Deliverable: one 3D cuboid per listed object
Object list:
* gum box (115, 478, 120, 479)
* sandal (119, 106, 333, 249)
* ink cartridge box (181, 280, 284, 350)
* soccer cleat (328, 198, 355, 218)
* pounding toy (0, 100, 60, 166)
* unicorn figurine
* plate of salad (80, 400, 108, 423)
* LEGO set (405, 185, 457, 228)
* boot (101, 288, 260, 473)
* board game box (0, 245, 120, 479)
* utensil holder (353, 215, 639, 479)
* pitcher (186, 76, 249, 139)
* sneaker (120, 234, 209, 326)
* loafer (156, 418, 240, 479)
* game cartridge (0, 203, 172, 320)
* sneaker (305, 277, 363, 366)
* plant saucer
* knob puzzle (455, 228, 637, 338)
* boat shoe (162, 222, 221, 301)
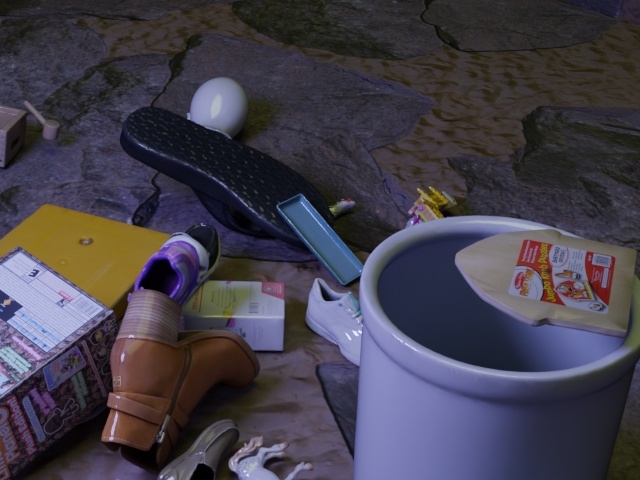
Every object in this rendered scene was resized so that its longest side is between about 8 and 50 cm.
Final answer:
[{"bbox_3d":[-0.291,0.376,1.297,0.188,0.062,0.107,-21,39,-33],"label":"gum box"},{"bbox_3d":[-0.173,-0.105,2.003,0.445,0.107,0.167,30,44,9],"label":"sandal"},{"bbox_3d":[-0.157,0.120,1.721,0.198,0.067,0.115,2,27,-3],"label":"ink cartridge box"},{"bbox_3d":[0.031,-0.058,2.070,0.083,0.029,0.036,-9,42,-13],"label":"soccer cleat"},{"bbox_3d":[-0.652,-0.223,2.232,0.206,0.094,0.181,13,27,-1],"label":"pounding toy"},{"bbox_3d":[-0.064,0.323,1.420,0.111,0.060,0.162,-23,24,-35],"label":"unicorn figurine"},{"bbox_3d":[-0.399,0.208,1.579,0.199,0.048,0.200,2,31,-1],"label":"plate of salad"},{"bbox_3d":[0.201,-0.017,1.983,0.132,0.107,0.287,31,19,-21],"label":"LEGO set"},{"bbox_3d":[-0.193,0.220,1.495,0.109,0.283,0.220,-5,61,26],"label":"boot"},{"bbox_3d":[-0.448,0.180,1.471,0.232,0.141,0.291,28,54,35],"label":"board game box"},{"bbox_3d":[0.200,0.216,1.292,0.327,0.386,0.328,2,31,-1],"label":"utensil holder"},{"bbox_3d":[-0.250,-0.259,2.303,0.177,0.125,0.207,-6,40,16],"label":"pitcher"},{"bbox_3d":[-0.251,0.105,1.584,0.095,0.236,0.104,23,6,7],"label":"sneaker"},{"bbox_3d":[-0.156,0.301,1.444,0.050,0.056,0.148,25,48,31],"label":"loafer"},{"bbox_3d":[-0.441,0.058,1.828,0.285,0.053,0.324,14,35,17],"label":"game cartridge"},{"bbox_3d":[0.056,0.131,1.698,0.212,0.094,0.080,28,38,34],"label":"sneaker"},{"bbox_3d":[0.000,0.000,1.903,0.067,0.018,0.192,-28,72,-40],"label":"plant saucer"},{"bbox_3d":[0.244,0.045,1.177,0.213,0.030,0.213,2,32,-1],"label":"knob puzzle"},{"bbox_3d":[-0.219,0.023,1.746,0.084,0.079,0.233,3,27,13],"label":"boat shoe"}]
